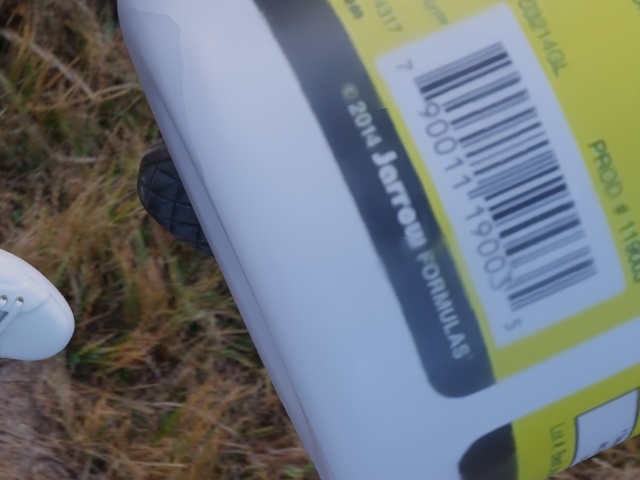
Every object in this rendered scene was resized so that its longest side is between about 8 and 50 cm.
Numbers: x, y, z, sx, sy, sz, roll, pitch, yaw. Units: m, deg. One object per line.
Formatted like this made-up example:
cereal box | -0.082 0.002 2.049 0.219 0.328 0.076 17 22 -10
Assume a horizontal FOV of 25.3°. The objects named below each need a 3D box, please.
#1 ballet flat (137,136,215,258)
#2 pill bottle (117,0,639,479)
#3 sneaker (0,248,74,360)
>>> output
ballet flat | 0.000 0.000 0.621 0.173 0.049 0.057 21 73 -25
pill bottle | 0.124 -0.060 0.431 0.334 0.188 0.188 -24 94 -6
sneaker | -0.349 0.055 1.279 0.290 0.123 0.106 29 111 -30
